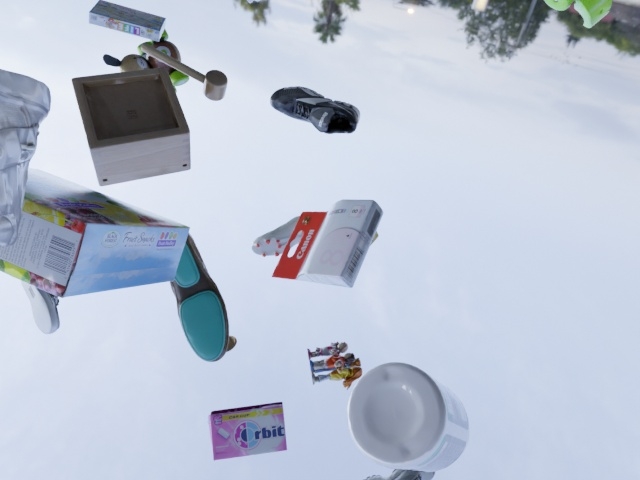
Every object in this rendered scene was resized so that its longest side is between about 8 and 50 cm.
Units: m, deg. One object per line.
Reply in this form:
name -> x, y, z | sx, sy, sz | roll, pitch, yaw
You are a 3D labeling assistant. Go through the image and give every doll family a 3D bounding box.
doll family -> 0.050, 0.397, 1.590 | 0.163, 0.118, 0.263 | -8, -179, -4

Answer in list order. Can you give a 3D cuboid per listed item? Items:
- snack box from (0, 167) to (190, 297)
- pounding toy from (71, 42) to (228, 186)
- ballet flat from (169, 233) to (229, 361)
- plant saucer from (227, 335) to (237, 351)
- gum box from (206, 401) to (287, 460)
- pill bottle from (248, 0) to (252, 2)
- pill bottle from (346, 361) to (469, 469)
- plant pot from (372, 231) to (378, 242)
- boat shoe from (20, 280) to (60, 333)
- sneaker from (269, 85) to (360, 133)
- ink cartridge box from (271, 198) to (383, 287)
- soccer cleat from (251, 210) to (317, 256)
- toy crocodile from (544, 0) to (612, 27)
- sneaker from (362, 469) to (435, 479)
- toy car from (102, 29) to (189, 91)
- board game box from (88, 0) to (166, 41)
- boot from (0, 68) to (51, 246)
snack box -> -0.260, -0.020, 0.482 | 0.207, 0.070, 0.174 | 19, -176, 11
pounding toy -> -0.236, -0.189, 0.734 | 0.206, 0.094, 0.181 | -15, -116, -22
ballet flat -> -0.298, 0.116, 1.209 | 0.116, 0.342, 0.124 | -24, -176, 1
plant saucer -> -0.330, 0.365, 1.765 | 0.084, 0.015, 0.083 | -8, -149, 5
gum box -> -0.181, 0.467, 1.247 | 0.189, 0.107, 0.062 | -6, 171, -6
pill bottle -> -0.148, -0.626, 1.261 | 0.083, 0.043, 0.043 | -24, -152, 16
pill bottle -> 0.214, 0.403, 1.126 | 0.204, 0.204, 0.361 | 39, 177, 35
plant pot -> 0.095, -0.023, 1.257 | 0.083, 0.081, 0.081 | 33, -107, 37
boat shoe -> -0.485, 0.102, 0.894 | 0.040, 0.049, 0.142 | 4, -136, -56
sneaker -> -0.009, -0.315, 1.245 | 0.235, 0.078, 0.106 | 13, -148, -11
ink cartridge box -> 0.000, 0.000, 1.086 | 0.233, 0.066, 0.189 | 6, -119, 36
soccer cleat -> -0.084, -0.015, 1.294 | 0.196, 0.068, 0.076 | -21, -144, 12
toy crocodile -> 0.507, -0.608, 1.163 | 0.341, 0.115, 0.105 | 39, -178, 20
sneaker -> 0.233, 0.713, 1.447 | 0.272, 0.100, 0.108 | -7, -162, -35
toy car -> -0.484, -0.469, 1.370 | 0.188, 0.149, 0.155 | -31, -84, -44
board game box -> -0.449, -0.516, 1.188 | 0.154, 0.026, 0.103 | 10, -142, -15
boot -> -0.246, -0.057, 0.349 | 0.095, 0.123, 0.258 | -2, -171, -16
